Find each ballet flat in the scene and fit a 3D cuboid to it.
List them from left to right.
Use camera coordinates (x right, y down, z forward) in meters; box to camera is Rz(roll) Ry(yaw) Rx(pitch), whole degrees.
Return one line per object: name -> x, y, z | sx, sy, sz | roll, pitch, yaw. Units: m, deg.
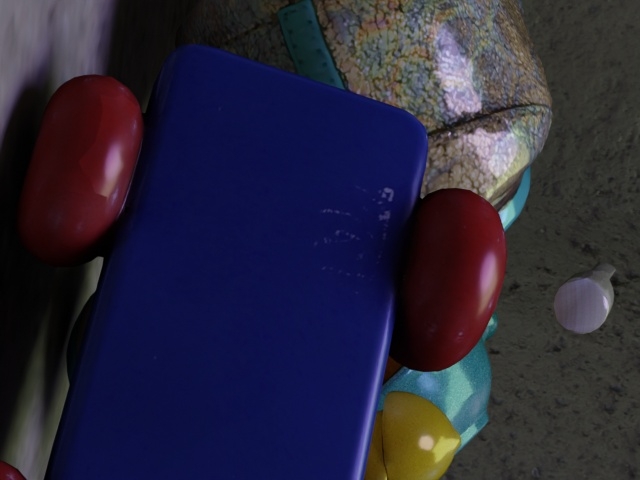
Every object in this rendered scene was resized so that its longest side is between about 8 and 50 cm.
ballet flat -> 0.011, -0.101, 0.568 | 0.348, 0.123, 0.123 | -89, -171, -67

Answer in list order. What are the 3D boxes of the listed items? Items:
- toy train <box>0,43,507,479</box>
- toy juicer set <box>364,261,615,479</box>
toy train -> -0.044, 0.094, 0.371 | 0.143, 0.105, 0.248 | 130, -26, -65
toy juicer set -> 0.046, 0.083, 0.901 | 0.329, 0.089, 0.209 | -41, 173, -10
